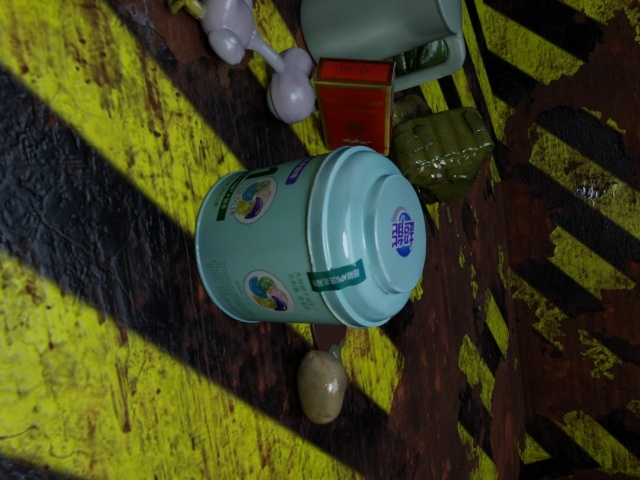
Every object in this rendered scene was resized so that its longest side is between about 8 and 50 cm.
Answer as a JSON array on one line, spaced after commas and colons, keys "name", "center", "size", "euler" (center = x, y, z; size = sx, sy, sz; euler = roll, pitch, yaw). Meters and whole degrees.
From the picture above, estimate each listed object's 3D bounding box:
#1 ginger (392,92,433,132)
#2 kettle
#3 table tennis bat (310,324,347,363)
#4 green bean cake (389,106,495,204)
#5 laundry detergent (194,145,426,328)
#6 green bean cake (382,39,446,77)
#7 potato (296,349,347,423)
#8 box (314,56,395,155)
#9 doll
[{"name": "ginger", "center": [0.263, -0.382, 1.349], "size": [0.262, 0.116, 0.109], "euler": [-20, 67, -49]}, {"name": "kettle", "center": [0.142, -0.483, 0.998], "size": [0.205, 0.317, 0.265], "euler": [-13, 96, -57]}, {"name": "table tennis bat", "center": [0.029, 0.227, 1.013], "size": [0.131, 0.022, 0.235], "euler": [-23, 104, -54]}, {"name": "green bean cake", "center": [0.342, -0.218, 1.323], "size": [0.310, 0.284, 0.202], "euler": [78, -5, -68]}, {"name": "laundry detergent", "center": [0.000, 0.000, 0.746], "size": [0.287, 0.305, 0.288], "euler": [11, 77, -54]}, {"name": "green bean cake", "center": [0.273, -0.540, 1.279], "size": [0.248, 0.222, 0.125], "euler": [-39, 119, -47]}, {"name": "potato", "center": [0.004, 0.292, 0.897], "size": [0.112, 0.112, 0.147], "euler": [-2, 96, -55]}, {"name": "box", "center": [0.078, -0.277, 0.949], "size": [0.240, 0.153, 0.074], "euler": [72, 23, -67]}, {"name": "doll", "center": [-0.107, -0.344, 0.818], "size": [0.365, 0.094, 0.160], "euler": [35, 51, -49]}]
